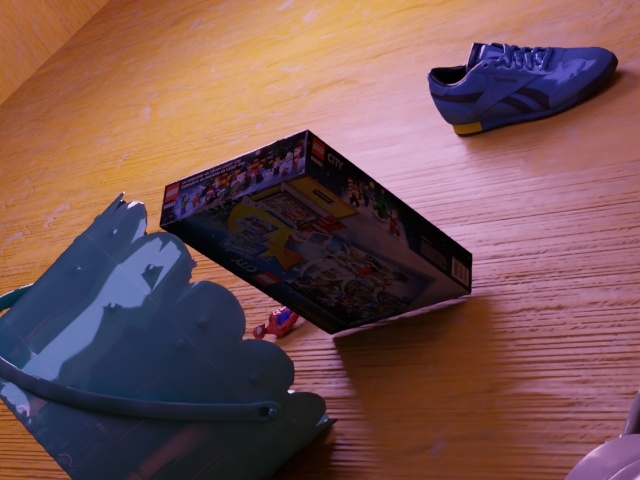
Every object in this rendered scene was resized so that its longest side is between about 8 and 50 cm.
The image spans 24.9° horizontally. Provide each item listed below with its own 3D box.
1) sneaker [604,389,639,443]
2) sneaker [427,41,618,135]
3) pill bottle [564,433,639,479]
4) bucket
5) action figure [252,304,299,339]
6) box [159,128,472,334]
[{"bbox_3d":[0.237,0.107,0.924,0.152,0.061,0.054,-46,23,-26],"label":"sneaker"},{"bbox_3d":[0.199,-0.169,1.480,0.209,0.082,0.069,-13,30,40],"label":"sneaker"},{"bbox_3d":[0.213,0.184,0.711,0.136,0.136,0.246,-39,23,-7],"label":"pill bottle"},{"bbox_3d":[-0.143,0.114,1.195,0.183,0.281,0.281,-43,24,-9],"label":"bucket"},{"bbox_3d":[-0.019,0.059,1.414,0.115,0.030,0.038,-39,28,-2],"label":"action figure"},{"bbox_3d":[0.000,0.000,1.242,0.159,0.233,0.044,-18,53,35],"label":"box"}]
